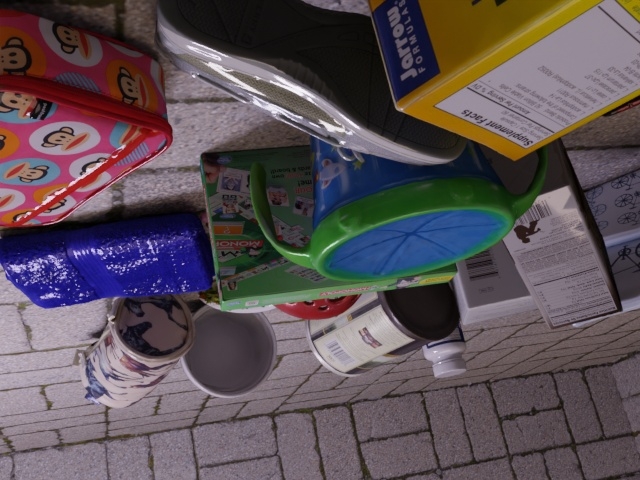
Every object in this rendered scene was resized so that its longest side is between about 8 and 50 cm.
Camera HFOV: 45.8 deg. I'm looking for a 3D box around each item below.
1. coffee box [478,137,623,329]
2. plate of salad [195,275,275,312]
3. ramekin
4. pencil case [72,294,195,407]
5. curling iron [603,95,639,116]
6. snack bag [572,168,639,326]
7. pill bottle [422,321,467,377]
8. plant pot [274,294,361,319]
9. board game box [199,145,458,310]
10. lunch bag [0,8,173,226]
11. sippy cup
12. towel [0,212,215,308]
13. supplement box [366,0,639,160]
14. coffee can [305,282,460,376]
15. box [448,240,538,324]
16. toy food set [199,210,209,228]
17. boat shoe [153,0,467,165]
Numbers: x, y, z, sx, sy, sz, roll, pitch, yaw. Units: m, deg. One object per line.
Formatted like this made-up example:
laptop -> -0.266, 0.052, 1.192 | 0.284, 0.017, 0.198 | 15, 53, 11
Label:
coffee box -> 0.344, -0.023, 1.132 | 0.119, 0.168, 0.297 | -19, 133, 22
plate of salad -> -0.145, 0.104, 1.476 | 0.200, 0.048, 0.199 | -2, 147, -1
ramekin -> -0.206, 0.235, 1.621 | 0.207, 0.207, 0.109 | -3, 166, -21
pencil case -> -0.385, 0.222, 1.539 | 0.184, 0.159, 0.410 | 11, 152, -22
curling iron -> 0.499, -0.231, 1.014 | 0.274, 0.035, 0.068 | -20, 158, 21
snack bag -> 0.543, -0.017, 1.247 | 0.323, 0.342, 0.037 | -23, 120, 31
pill bottle -> 0.313, 0.252, 1.949 | 0.112, 0.186, 0.112 | -10, 160, -4
plant pot -> 0.000, 0.000, 1.149 | 0.191, 0.191, 0.174 | -4, 148, -19
board game box -> 0.008, -0.029, 1.029 | 0.318, 0.213, 0.046 | -6, 158, -13
lunch bag -> -0.304, -0.111, 0.805 | 0.293, 0.120, 0.258 | -25, 159, 35
sippy cup -> 0.086, -0.093, 0.887 | 0.306, 0.224, 0.240 | -1, 159, -27
towel -> -0.329, 0.042, 1.211 | 0.309, 0.076, 0.227 | -9, 160, -1
supplement box -> 0.232, -0.245, 0.618 | 0.357, 0.195, 0.194 | -29, 153, 36
coffee can -> 0.123, 0.150, 1.567 | 0.202, 0.201, 0.275 | 4, 155, -35
box -> 0.338, 0.047, 1.440 | 0.182, 0.180, 0.119 | -12, 160, 0
toy food set -> -0.153, -0.036, 1.201 | 0.078, 0.019, 0.122 | -8, 167, -9
boat shoe -> -0.007, -0.157, 0.737 | 0.321, 0.118, 0.103 | 20, 160, -11
